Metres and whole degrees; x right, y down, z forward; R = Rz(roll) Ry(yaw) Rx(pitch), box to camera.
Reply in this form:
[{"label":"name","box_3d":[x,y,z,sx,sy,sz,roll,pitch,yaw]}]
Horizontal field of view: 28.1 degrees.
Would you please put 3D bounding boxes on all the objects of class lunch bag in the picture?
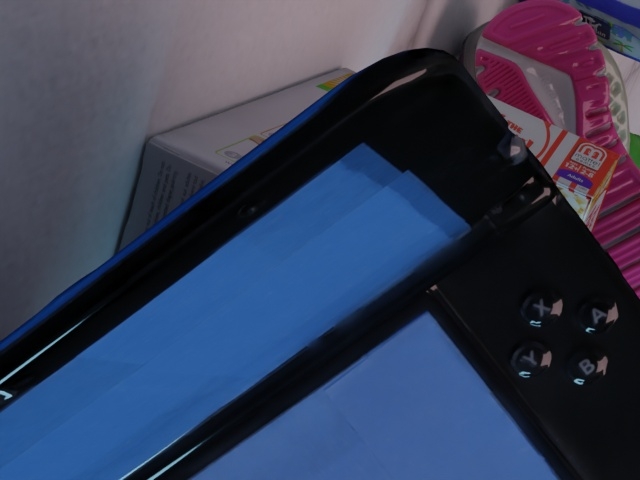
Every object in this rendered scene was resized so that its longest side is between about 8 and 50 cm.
[{"label":"lunch bag","box_3d":[0.226,-0.193,0.966,0.151,0.129,0.096,-35,148,-60]}]

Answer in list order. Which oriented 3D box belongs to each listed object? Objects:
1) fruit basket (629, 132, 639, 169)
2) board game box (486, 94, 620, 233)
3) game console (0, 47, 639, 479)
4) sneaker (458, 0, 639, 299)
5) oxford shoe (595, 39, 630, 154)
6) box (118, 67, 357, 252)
[{"label":"fruit basket","box_3d":[0.309,0.074,1.458,0.392,0.283,0.392,-44,169,-10]},{"label":"board game box","box_3d":[0.093,-0.005,0.813,0.045,0.147,0.193,-51,160,-36]},{"label":"game console","box_3d":[-0.014,0.104,0.430,0.293,0.250,0.173,-36,-167,11]},{"label":"sneaker","box_3d":[0.164,-0.050,0.883,0.111,0.103,0.252,-120,-169,-72]},{"label":"oxford shoe","box_3d":[0.141,0.023,1.073,0.169,0.130,0.449,-6,127,-16]},{"label":"box","box_3d":[0.000,0.000,0.609,0.203,0.103,0.114,-33,145,-60]}]
